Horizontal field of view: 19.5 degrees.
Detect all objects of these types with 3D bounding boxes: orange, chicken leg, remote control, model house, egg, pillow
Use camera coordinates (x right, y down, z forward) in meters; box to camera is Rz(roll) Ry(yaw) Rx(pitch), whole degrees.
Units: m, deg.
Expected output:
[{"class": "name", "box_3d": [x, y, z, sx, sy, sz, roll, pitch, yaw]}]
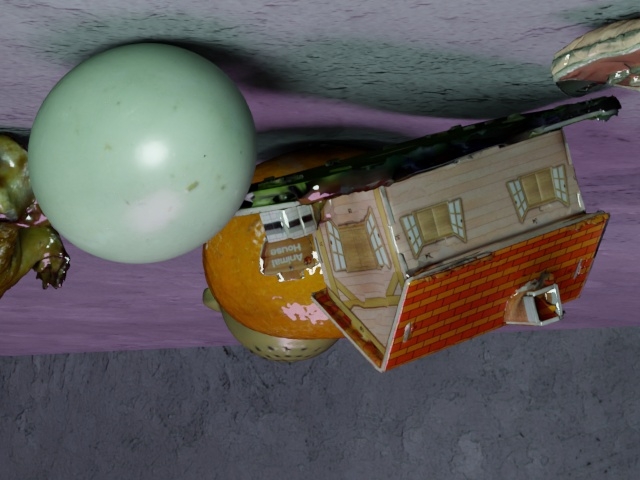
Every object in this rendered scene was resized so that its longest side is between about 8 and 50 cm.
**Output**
[{"class": "orange", "box_3d": [0.000, 0.000, 1.636, 0.224, 0.170, 0.224, 0, -178, 0]}, {"class": "chicken leg", "box_3d": [-0.319, -0.003, 1.745, 0.211, 0.140, 0.361, 18, 167, -38]}, {"class": "remote control", "box_3d": [0.200, -0.117, 1.329, 0.034, 0.016, 0.091, 4, 173, -15]}, {"class": "model house", "box_3d": [0.082, 0.000, 1.389, 0.294, 0.154, 0.207, -17, -176, -31]}, {"class": "egg", "box_3d": [-0.121, -0.060, 1.279, 0.149, 0.149, 0.192, 5, 165, -32]}, {"class": "pillow", "box_3d": [0.263, -0.116, 1.236, 0.126, 0.043, 0.232, -8, 169, 43]}]

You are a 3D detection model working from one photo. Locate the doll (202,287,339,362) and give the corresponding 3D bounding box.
[{"class": "doll", "box_3d": [0.013, 0.054, 2.056, 0.260, 0.162, 0.177, 2, 174, -27]}]
